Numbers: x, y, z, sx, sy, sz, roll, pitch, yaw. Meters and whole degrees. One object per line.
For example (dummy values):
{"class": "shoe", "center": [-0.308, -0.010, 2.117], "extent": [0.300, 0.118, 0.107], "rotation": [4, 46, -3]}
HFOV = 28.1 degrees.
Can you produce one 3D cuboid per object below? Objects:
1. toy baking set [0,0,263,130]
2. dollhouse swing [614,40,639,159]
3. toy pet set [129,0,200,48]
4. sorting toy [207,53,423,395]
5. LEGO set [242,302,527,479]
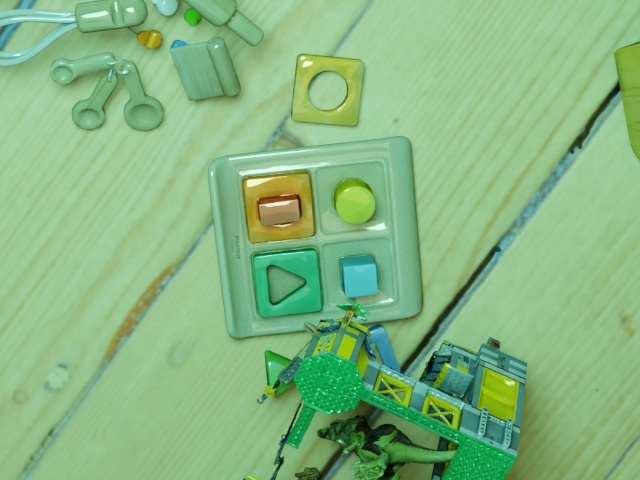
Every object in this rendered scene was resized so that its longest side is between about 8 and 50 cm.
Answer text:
{"class": "toy baking set", "center": [-0.179, -0.178, 1.081], "extent": [0.197, 0.030, 0.256], "rotation": [-33, 130, 21]}
{"class": "dollhouse swing", "center": [0.492, -0.090, 1.148], "extent": [0.347, 0.315, 0.305], "rotation": [-18, 95, -4]}
{"class": "toy pet set", "center": [-0.156, -0.239, 1.119], "extent": [0.114, 0.065, 0.122], "rotation": [9, 111, -47]}
{"class": "sorting toy", "center": [0.000, 0.000, 1.205], "extent": [0.196, 0.047, 0.348], "rotation": [-8, 106, -7]}
{"class": "LEGO set", "center": [0.056, 0.200, 1.227], "extent": [0.255, 0.192, 0.331], "rotation": [17, 117, 5]}
